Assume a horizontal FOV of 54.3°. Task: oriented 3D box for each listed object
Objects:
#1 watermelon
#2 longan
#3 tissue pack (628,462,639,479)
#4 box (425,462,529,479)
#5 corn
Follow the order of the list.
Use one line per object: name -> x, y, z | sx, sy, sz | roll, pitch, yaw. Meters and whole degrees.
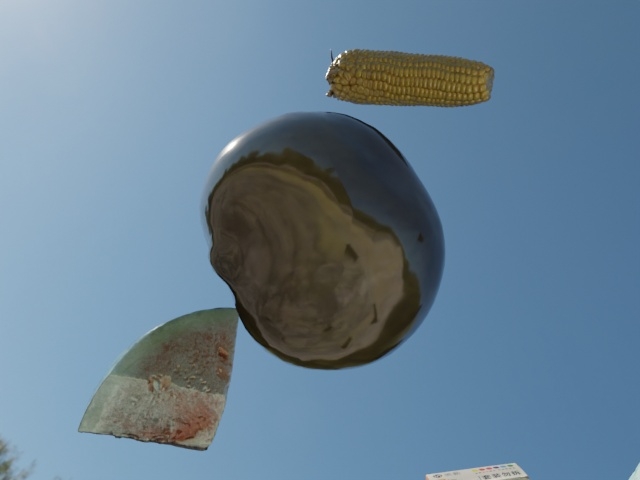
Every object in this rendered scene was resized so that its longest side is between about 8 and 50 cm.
watermelon -> -0.216, 0.239, 1.036 | 0.214, 0.289, 0.320 | 40, -11, 25
longan -> 0.000, 0.000, 0.865 | 0.361, 0.361, 0.361 | 14, -52, 18
tissue pack -> 0.554, 0.505, 1.057 | 0.089, 0.263, 0.177 | 26, -64, 20
box -> 0.356, 0.643, 1.377 | 0.221, 0.091, 0.273 | -4, -86, -5
corn -> 0.163, -0.300, 1.155 | 0.305, 0.106, 0.106 | 6, -54, 16
